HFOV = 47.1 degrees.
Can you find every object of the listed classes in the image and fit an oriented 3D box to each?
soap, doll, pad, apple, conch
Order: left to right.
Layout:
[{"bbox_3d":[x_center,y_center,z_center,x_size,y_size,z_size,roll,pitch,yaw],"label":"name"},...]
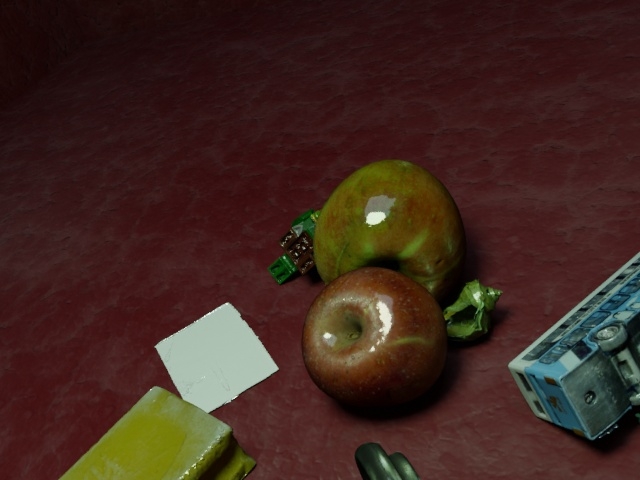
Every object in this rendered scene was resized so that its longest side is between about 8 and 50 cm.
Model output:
[{"bbox_3d":[-0.263,0.353,0.981,0.199,0.091,0.315,17,50,41],"label":"soap"},{"bbox_3d":[-0.178,0.194,1.228,0.156,0.004,0.232,-30,35,-14],"label":"pad"},{"bbox_3d":[0.003,-0.004,1.321,0.186,0.134,0.106,-34,80,-28],"label":"doll"},{"bbox_3d":[0.079,0.139,1.026,0.201,0.162,0.201,-12,67,29],"label":"apple"},{"bbox_3d":[0.113,-0.005,1.173,0.246,0.246,0.226,-9,32,17],"label":"apple"},{"bbox_3d":[0.215,0.108,1.075,0.121,0.074,0.089,-35,6,19],"label":"conch"}]

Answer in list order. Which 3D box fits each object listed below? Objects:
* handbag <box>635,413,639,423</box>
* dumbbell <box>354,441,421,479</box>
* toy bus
[{"bbox_3d":[0.487,0.172,0.674,0.326,0.089,0.238,3,-3,8],"label":"handbag"},{"bbox_3d":[0.025,0.330,0.765,0.289,0.192,0.192,-25,34,-7],"label":"dumbbell"},{"bbox_3d":[0.387,0.116,0.926,0.297,0.106,0.131,-35,11,-20],"label":"toy bus"}]
